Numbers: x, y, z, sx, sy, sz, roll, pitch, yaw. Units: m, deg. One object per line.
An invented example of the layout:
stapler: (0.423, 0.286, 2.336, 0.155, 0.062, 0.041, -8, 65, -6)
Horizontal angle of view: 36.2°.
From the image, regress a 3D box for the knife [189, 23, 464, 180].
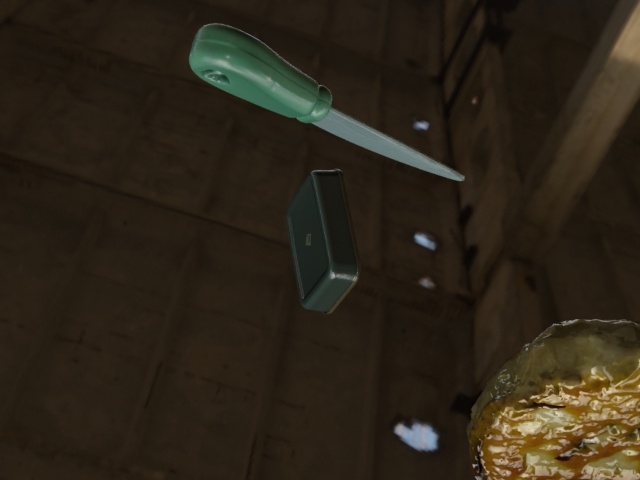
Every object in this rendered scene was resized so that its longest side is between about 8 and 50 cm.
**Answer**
knife: (0.008, -0.090, 0.734, 0.260, 0.035, 0.063, 25, 165, -39)

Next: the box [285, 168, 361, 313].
box: (0.000, 0.000, 0.938, 0.031, 0.091, 0.126, 5, -122, -24)

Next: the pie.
pie: (0.280, 0.182, 0.889, 0.315, 0.315, 0.092, 12, -140, -14)
